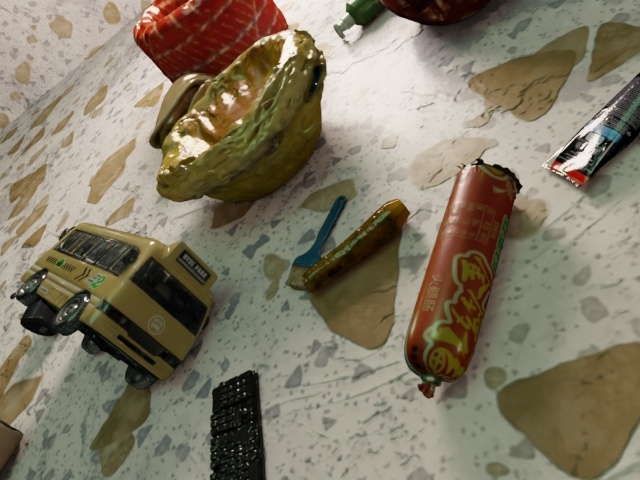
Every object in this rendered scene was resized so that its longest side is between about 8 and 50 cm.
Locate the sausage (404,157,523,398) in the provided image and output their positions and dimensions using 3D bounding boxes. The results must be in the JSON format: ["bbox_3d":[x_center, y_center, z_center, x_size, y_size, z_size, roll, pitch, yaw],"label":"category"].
[{"bbox_3d":[0.147,0.040,0.590,0.083,0.083,0.263,-1,56,42],"label":"sausage"}]

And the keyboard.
[{"bbox_3d":[-0.098,0.255,0.649,0.072,0.023,0.231,-29,40,15],"label":"keyboard"}]

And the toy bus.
[{"bbox_3d":[-0.333,0.084,0.902,0.365,0.177,0.201,10,57,48],"label":"toy bus"}]

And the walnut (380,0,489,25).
[{"bbox_3d":[0.215,-0.478,0.922,0.244,0.221,0.269,-13,28,-11],"label":"walnut"}]

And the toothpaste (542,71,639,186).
[{"bbox_3d":[0.335,-0.139,0.615,0.193,0.045,0.071,-46,29,8],"label":"toothpaste"}]

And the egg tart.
[{"bbox_3d":[-0.127,-0.197,0.988,0.388,0.169,0.387,-28,37,24],"label":"egg tart"}]

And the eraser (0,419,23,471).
[{"bbox_3d":[-0.627,0.431,0.918,0.171,0.087,0.290,-3,52,44],"label":"eraser"}]

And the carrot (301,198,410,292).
[{"bbox_3d":[0.044,0.009,0.735,0.171,0.042,0.042,-38,38,7],"label":"carrot"}]

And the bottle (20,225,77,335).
[{"bbox_3d":[-0.549,0.078,1.179,0.072,0.082,0.244,-24,41,34],"label":"bottle"}]

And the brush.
[{"bbox_3d":[0.000,0.000,0.808,0.051,0.014,0.164,4,57,43],"label":"brush"}]

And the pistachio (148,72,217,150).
[{"bbox_3d":[-0.287,-0.278,1.241,0.144,0.144,0.215,27,81,51],"label":"pistachio"}]

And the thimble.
[{"bbox_3d":[-0.267,-0.528,1.374,0.350,0.230,0.350,-23,42,23],"label":"thimble"}]

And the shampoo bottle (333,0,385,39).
[{"bbox_3d":[0.109,-0.494,1.139,0.204,0.065,0.065,-42,37,3],"label":"shampoo bottle"}]
